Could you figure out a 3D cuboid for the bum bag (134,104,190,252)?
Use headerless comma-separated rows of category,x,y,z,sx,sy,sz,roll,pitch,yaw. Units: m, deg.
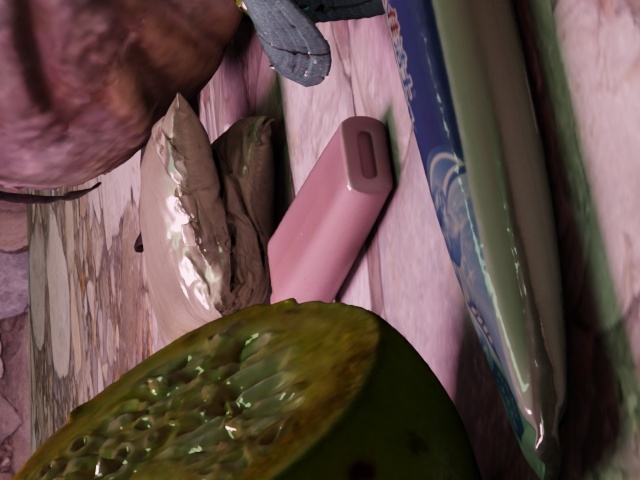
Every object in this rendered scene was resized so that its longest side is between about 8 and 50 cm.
bum bag,-0.120,-0.057,1.460,0.087,0.049,0.197,-112,22,-69

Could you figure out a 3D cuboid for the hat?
hat,0.005,-0.141,0.851,0.191,0.078,0.138,49,-135,-81

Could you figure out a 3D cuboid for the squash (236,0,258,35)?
squash,-0.046,-0.228,1.036,0.087,0.087,0.331,108,154,-57

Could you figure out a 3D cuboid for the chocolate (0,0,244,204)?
chocolate,-0.159,-0.198,1.186,0.213,0.303,0.303,-33,54,38

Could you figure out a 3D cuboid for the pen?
pen,0.000,0.000,0.981,0.197,0.032,0.053,122,144,-63

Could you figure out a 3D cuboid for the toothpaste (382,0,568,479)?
toothpaste,0.056,-0.041,0.704,0.069,0.047,0.268,133,131,-55

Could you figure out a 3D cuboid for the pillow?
pillow,-0.074,-0.004,1.197,0.181,0.078,0.134,136,130,-75

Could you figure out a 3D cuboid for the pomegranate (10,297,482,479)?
pomegranate,-0.010,0.135,0.744,0.159,0.190,0.241,60,164,-18
